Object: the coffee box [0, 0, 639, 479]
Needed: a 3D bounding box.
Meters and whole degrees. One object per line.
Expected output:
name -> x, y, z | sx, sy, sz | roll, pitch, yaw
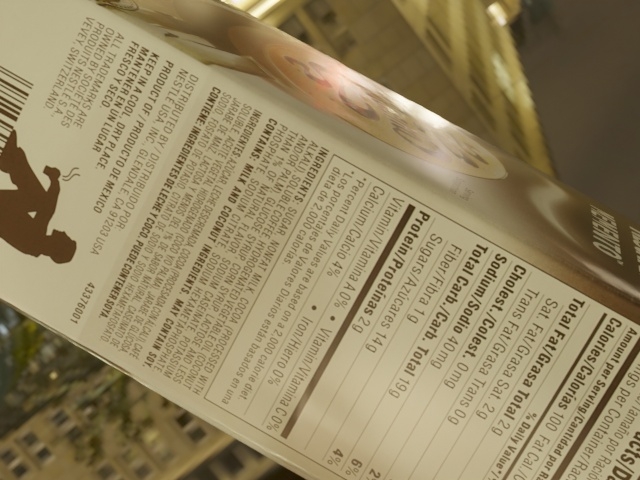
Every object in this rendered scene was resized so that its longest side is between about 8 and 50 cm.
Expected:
coffee box -> 0.000, 0.000, 0.518 | 0.119, 0.297, 0.168 | -62, 177, 14
